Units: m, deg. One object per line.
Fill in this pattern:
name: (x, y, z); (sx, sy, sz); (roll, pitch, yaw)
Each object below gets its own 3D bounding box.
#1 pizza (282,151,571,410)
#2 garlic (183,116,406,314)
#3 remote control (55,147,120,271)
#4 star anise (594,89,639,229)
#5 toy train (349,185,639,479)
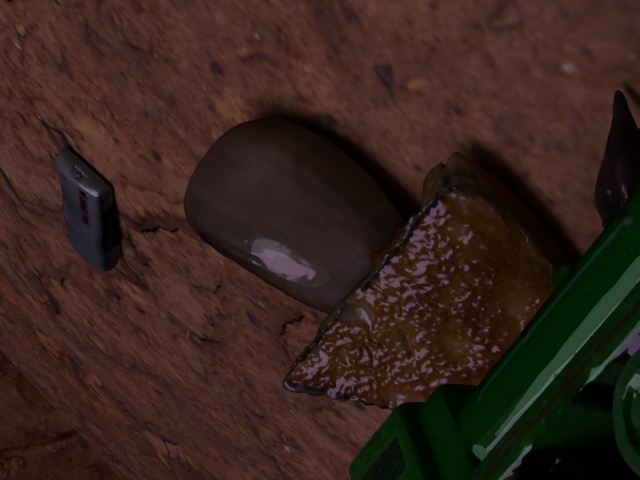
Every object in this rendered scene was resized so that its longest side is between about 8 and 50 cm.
pizza: (0.064, 0.058, 0.573); (0.176, 0.036, 0.185); (-28, 110, 30)
garlic: (0.005, 0.000, 0.638); (0.198, 0.090, 0.128); (25, 166, 27)
remote control: (-0.225, -0.023, 1.039); (0.065, 0.029, 0.166); (42, 157, 13)
star anise: (0.116, 0.081, 0.407); (0.148, 0.227, 0.218); (31, 165, 16)
toy train: (0.097, 0.055, 0.358); (0.251, 0.085, 0.119); (-58, 33, 32)
